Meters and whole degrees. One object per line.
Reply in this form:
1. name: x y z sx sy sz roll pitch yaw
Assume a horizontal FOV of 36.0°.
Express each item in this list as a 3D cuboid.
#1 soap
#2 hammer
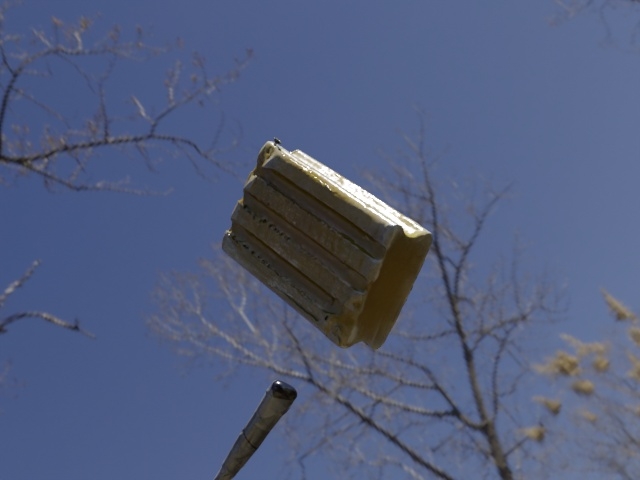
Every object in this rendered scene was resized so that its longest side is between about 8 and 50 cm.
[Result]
1. soap: 0.000 0.000 1.257 0.089 0.274 0.173 12 -72 -45
2. hammer: -0.143 0.372 1.528 0.427 0.152 0.044 -54 7 27
